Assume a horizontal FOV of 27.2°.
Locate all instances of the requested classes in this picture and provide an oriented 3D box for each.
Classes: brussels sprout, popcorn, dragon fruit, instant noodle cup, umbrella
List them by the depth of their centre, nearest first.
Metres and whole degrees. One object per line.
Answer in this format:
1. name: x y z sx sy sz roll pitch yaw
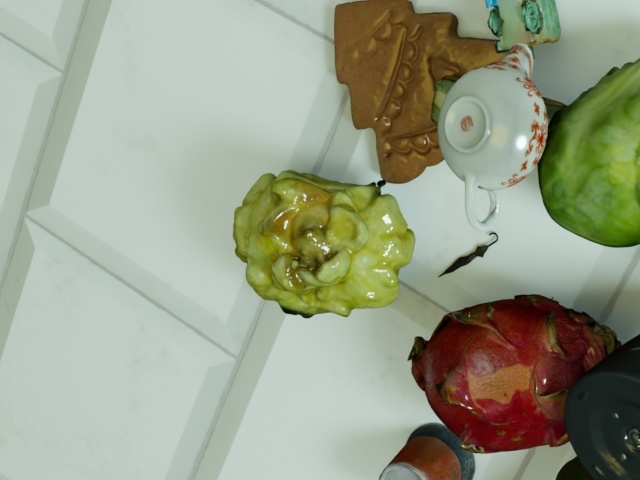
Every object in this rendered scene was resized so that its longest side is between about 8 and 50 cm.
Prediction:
1. brussels sprout: 0.405 -0.121 1.718 0.210 0.219 0.271 34 97 28
2. dragon fruit: 0.266 0.189 1.866 0.315 0.250 0.250 6 106 21
3. umbrella: 0.221 0.027 1.974 0.122 0.013 0.022 -41 70 32
4. popcorn: 0.000 0.000 1.982 0.286 0.252 0.215 8 66 24
5. instant noodle cup: 0.156 0.360 2.030 0.127 0.136 0.127 8 106 29

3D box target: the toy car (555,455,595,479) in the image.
1. toy car: 0.395 0.412 1.836 0.204 0.198 0.247 -17 72 48

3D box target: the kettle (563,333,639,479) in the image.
1. kettle: 0.504 0.199 1.692 0.268 0.290 0.207 9 120 48

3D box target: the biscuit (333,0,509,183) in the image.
1. biscuit: 0.125 -0.238 1.939 0.306 0.043 0.284 46 120 12

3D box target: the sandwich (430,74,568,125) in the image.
1. sandwich: 0.253 -0.181 1.864 0.113 0.163 0.079 -128 45 -59

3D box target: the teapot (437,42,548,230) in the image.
1. teapot: 0.219 -0.134 1.720 0.159 0.116 0.245 19 107 32

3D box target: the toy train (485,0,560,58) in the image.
1. toy train: 0.267 -0.339 1.800 0.072 0.099 0.188 -7 101 34
